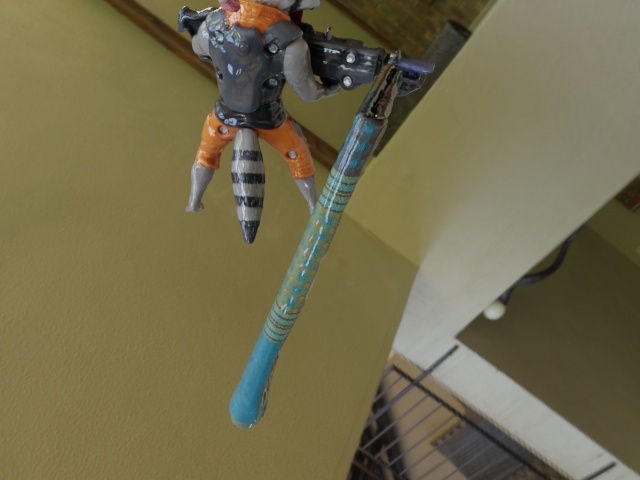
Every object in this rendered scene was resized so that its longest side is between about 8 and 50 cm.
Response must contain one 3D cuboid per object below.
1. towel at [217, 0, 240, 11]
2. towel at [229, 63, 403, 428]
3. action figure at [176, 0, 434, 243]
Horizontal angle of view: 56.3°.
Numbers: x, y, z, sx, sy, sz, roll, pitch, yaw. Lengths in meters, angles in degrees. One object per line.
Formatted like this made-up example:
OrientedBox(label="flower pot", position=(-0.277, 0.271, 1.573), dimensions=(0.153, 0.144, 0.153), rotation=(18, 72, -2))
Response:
OrientedBox(label="towel", position=(-0.135, -0.223, 0.362), dimensions=(0.144, 0.029, 0.197), rotation=(49, -167, 18))
OrientedBox(label="towel", position=(0.000, 0.000, 0.668), dimensions=(0.040, 0.370, 0.271), rotation=(24, -152, -1))
OrientedBox(label="action figure", position=(-0.037, -0.174, 0.749), dimensions=(0.342, 0.330, 0.178), rotation=(7, -152, 10))
